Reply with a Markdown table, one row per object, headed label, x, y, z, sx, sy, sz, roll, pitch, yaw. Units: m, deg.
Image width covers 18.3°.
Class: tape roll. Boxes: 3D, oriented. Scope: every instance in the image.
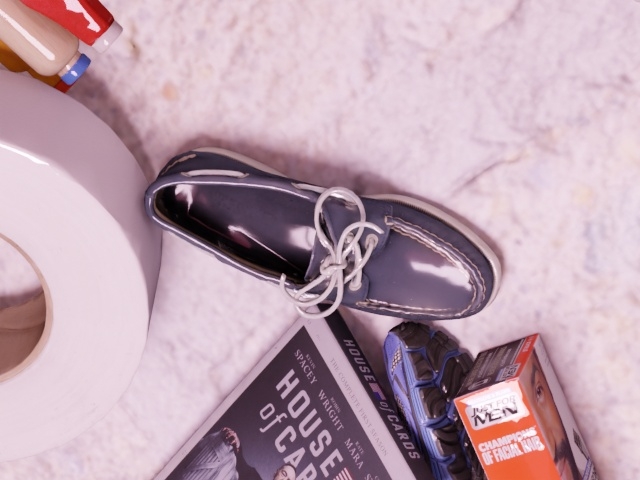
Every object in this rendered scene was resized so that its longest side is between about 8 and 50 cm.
| label | x | y | z | sx | sy | sz | roll | pitch | yaw |
| --- | --- | --- | --- | --- | --- | --- | --- | --- | --- |
| tape roll | -0.258 | 0.019 | 1.411 | 0.286 | 0.100 | 0.286 | 1 | 123 | 2 |

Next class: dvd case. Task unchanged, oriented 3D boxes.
| label | x | y | z | sx | sy | sz | roll | pitch | yaw |
| --- | --- | --- | --- | --- | --- | --- | --- | --- | --- |
| dvd case | -0.029 | 0.188 | 1.426 | 0.239 | 0.029 | 0.179 | -49 | 54 | 27 |

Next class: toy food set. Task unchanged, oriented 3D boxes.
| label | x | y | z | sx | sy | sz | roll | pitch | yaw |
| --- | --- | --- | --- | --- | --- | --- | --- | --- | --- |
| toy food set | -0.156 | -0.190 | 1.358 | 0.104 | 0.111 | 0.232 | 43 | 113 | -13 |

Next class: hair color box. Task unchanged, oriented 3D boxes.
| label | x | y | z | sx | sy | sz | roll | pitch | yaw |
| --- | --- | --- | --- | --- | --- | --- | --- | --- | --- |
| hair color box | 0.155 | 0.161 | 1.384 | 0.053 | 0.093 | 0.167 | -21 | 101 | 21 |

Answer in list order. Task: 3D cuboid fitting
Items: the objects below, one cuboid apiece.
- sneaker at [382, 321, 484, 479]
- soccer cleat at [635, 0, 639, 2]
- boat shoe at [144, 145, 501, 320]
| label | x | y | z | sx | sy | sz | roll | pitch | yaw |
| --- | --- | --- | --- | --- | --- | --- | --- | --- | --- |
| sneaker | 0.076 | 0.166 | 1.420 | 0.087 | 0.083 | 0.221 | -8 | 100 | 32 |
| soccer cleat | 0.264 | -0.227 | 1.248 | 0.196 | 0.068 | 0.076 | -40 | 78 | 22 |
| boat shoe | 0.000 | 0.000 | 1.386 | 0.254 | 0.079 | 0.095 | 23 | 110 | 8 |
